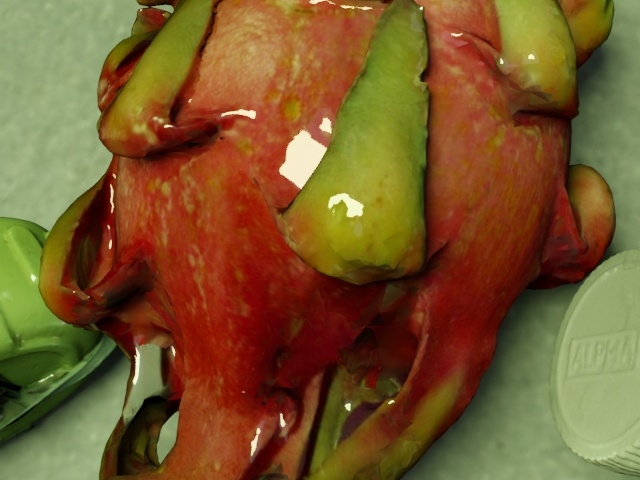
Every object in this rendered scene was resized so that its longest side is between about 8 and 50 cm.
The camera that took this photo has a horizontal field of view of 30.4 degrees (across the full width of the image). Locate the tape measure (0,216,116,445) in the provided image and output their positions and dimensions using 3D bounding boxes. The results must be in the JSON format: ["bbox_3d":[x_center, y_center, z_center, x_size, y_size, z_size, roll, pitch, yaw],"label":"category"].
[{"bbox_3d":[-0.177,0.056,0.558,0.177,0.154,0.087,-32,70,-12],"label":"tape measure"}]

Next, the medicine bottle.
[{"bbox_3d":[0.197,0.071,0.488,0.188,0.132,0.088,18,88,-19],"label":"medicine bottle"}]

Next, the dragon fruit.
[{"bbox_3d":[0.000,-0.010,0.524,0.227,0.243,0.307,25,119,-14],"label":"dragon fruit"}]
